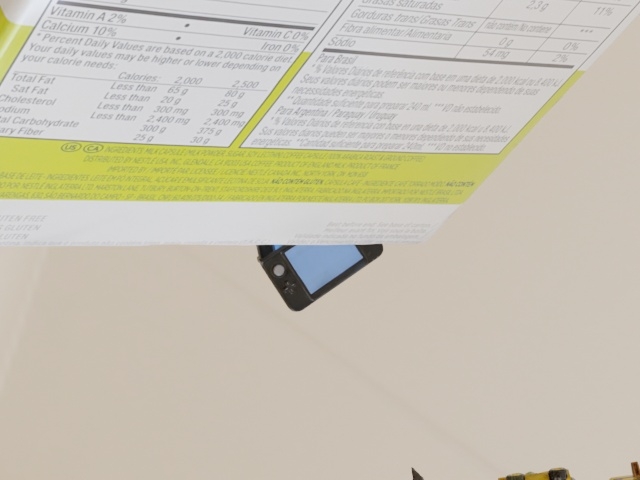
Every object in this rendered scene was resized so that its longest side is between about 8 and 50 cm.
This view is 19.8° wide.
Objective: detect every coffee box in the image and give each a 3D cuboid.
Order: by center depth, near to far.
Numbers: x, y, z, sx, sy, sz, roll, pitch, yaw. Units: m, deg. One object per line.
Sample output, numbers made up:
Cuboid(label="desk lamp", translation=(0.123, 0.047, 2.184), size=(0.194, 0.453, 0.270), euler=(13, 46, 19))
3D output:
Cuboid(label="coffee box", translation=(-0.048, -0.224, 0.897), size=(0.334, 0.338, 0.337), euler=(-50, -127, 40))

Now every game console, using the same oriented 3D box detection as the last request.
Cuboid(label="game console", translation=(0.000, 0.000, 1.884), size=(0.107, 0.122, 0.071), euler=(58, -13, -7))

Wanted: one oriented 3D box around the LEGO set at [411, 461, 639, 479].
Cuboid(label="LEGO set", translation=(0.196, 0.340, 1.581), size=(0.192, 0.255, 0.331), euler=(-162, -123, -81))
